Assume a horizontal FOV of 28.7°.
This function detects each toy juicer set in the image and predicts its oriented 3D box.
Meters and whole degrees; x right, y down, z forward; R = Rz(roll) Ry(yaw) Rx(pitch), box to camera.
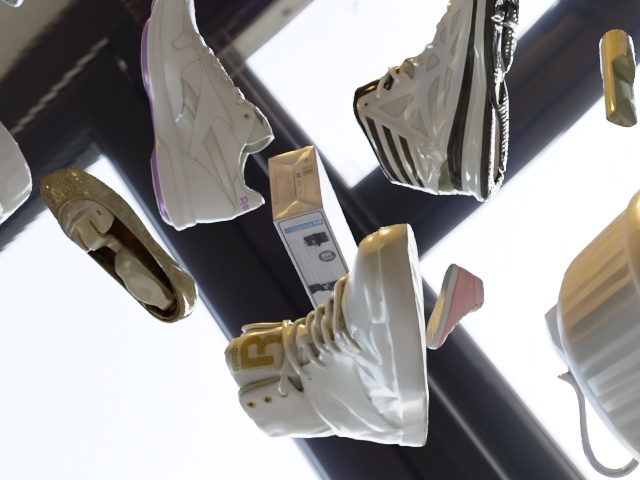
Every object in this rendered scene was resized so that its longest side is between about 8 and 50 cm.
[{"bbox_3d":[0.371,-0.160,1.089,0.329,0.209,0.089,4,-59,-15],"label":"toy juicer set"}]

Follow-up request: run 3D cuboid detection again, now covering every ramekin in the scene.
[{"bbox_3d":[0.321,0.087,1.082,0.273,0.273,0.127,7,-36,-46],"label":"ramekin"}]

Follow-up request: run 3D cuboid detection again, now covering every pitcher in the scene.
[{"bbox_3d":[0.340,0.155,1.458,0.178,0.207,0.125,-40,-11,3],"label":"pitcher"}]

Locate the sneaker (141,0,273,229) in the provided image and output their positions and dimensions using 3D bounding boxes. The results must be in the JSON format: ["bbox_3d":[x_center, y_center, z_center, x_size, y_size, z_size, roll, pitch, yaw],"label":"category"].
[{"bbox_3d":[-0.138,-0.169,1.533,0.152,0.305,0.114,-7,-4,1],"label":"sneaker"}]

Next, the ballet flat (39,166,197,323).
[{"bbox_3d":[-0.166,0.003,1.030,0.057,0.168,0.052,-46,7,18],"label":"ballet flat"}]

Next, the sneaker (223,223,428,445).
[{"bbox_3d":[0.002,0.090,1.005,0.169,0.108,0.292,0,-34,3],"label":"sneaker"}]

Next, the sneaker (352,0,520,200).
[{"bbox_3d":[0.172,-0.295,2.011,0.169,0.257,0.447,-8,-77,-67],"label":"sneaker"}]

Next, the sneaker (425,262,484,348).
[{"bbox_3d":[0.206,0.106,1.861,0.070,0.134,0.051,23,-17,-13],"label":"sneaker"}]

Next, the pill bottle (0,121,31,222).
[{"bbox_3d":[-0.469,0.030,1.168,0.408,0.229,0.229,-50,-26,-30],"label":"pill bottle"}]

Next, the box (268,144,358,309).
[{"bbox_3d":[0.000,0.000,2.172,0.087,0.169,0.290,-16,-46,9],"label":"box"}]

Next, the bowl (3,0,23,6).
[{"bbox_3d":[-0.365,-0.423,1.397,0.134,0.298,0.298,-35,-33,-15],"label":"bowl"}]
